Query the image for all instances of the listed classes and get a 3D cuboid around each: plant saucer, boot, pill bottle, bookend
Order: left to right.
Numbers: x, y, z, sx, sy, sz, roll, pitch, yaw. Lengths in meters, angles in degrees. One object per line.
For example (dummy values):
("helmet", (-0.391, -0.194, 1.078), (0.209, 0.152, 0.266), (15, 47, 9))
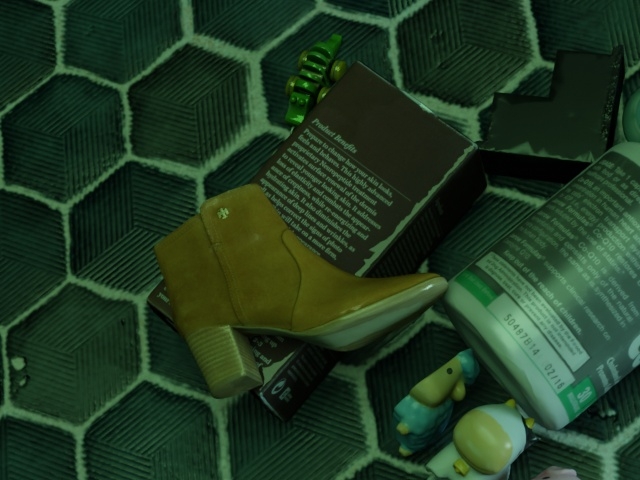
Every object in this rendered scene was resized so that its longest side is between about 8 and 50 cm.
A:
("boot", (-0.030, 0.025, 1.735), (0.295, 0.104, 0.211), (-23, 68, 6))
("bookend", (0.273, -0.154, 1.905), (0.157, 0.072, 0.156), (7, 70, 14))
("pill bottle", (0.326, 0.022, 1.757), (0.361, 0.204, 0.204), (-39, 68, -4))
("plant saucer", (0.419, -0.146, 1.900), (0.119, 0.021, 0.119), (-4, 70, 10))

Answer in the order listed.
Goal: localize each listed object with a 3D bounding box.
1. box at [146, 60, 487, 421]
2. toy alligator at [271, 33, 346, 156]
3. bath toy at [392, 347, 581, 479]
("box", (0.000, 0.000, 1.868), (0.191, 0.143, 0.381), (38, 83, 22))
("toy alligator", (-0.019, -0.182, 1.983), (0.056, 0.051, 0.189), (20, 75, 18))
("bath toy", (0.230, 0.282, 1.716), (0.129, 0.151, 0.348), (-36, 71, -15))
